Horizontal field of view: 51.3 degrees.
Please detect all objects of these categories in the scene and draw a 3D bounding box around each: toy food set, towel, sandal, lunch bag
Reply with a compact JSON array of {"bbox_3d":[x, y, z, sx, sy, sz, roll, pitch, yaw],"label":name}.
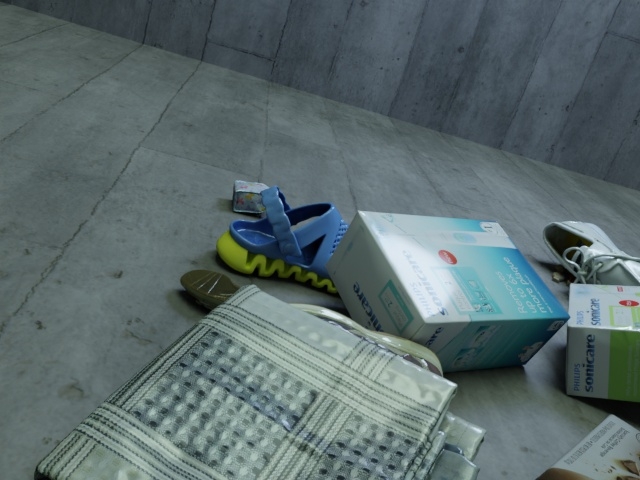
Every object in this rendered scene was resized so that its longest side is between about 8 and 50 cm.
[{"bbox_3d":[0.569,0.079,1.512,0.078,0.019,0.122,24,22,15],"label":"toy food set"},{"bbox_3d":[-0.033,0.187,0.609,0.324,0.056,0.312,27,40,20],"label":"towel"},{"bbox_3d":[0.000,0.000,1.083,0.317,0.138,0.126,11,28,-22],"label":"sandal"},{"bbox_3d":[-0.129,-0.082,1.301,0.083,0.053,0.071,3,22,-11],"label":"lunch bag"}]

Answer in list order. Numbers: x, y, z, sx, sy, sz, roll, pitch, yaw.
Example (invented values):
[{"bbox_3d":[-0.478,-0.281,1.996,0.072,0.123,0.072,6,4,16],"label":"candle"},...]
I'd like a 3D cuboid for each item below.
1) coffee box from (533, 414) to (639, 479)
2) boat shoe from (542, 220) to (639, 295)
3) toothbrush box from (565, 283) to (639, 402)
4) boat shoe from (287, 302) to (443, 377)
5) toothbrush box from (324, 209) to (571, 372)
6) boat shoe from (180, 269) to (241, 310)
[{"bbox_3d":[0.272,0.294,0.617,0.168,0.119,0.297,33,26,35],"label":"coffee box"},{"bbox_3d":[0.578,0.057,1.402,0.156,0.136,0.367,8,29,-18],"label":"boat shoe"},{"bbox_3d":[0.533,0.158,1.032,0.283,0.122,0.206,0,15,22],"label":"toothbrush box"},{"bbox_3d":[0.027,0.152,0.795,0.285,0.103,0.092,18,16,-16],"label":"boat shoe"},{"bbox_3d":[0.187,0.077,1.003,0.295,0.126,0.216,3,43,-32],"label":"toothbrush box"},{"bbox_3d":[-0.128,0.085,0.920,0.153,0.048,0.056,18,33,18],"label":"boat shoe"}]
